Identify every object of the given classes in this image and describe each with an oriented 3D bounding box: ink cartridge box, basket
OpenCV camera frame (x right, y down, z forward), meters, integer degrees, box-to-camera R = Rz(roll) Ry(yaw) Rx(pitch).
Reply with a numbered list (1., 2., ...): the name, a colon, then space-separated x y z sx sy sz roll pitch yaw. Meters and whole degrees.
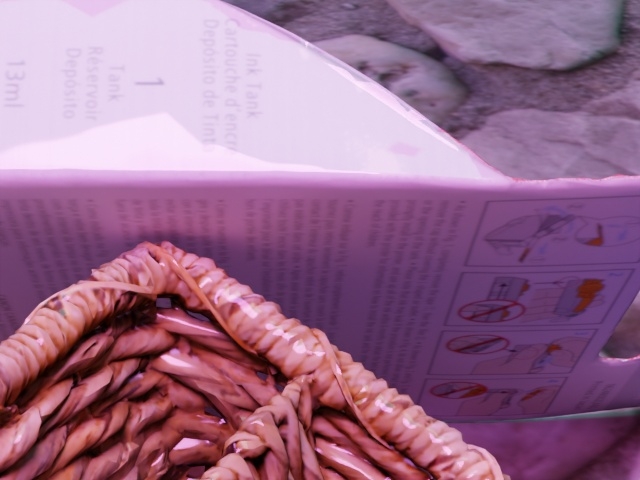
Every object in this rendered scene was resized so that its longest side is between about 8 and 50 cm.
1. ink cartridge box: 0.000 0.000 0.658 0.385 0.308 0.091 -1 67 -3
2. basket: -0.028 0.161 0.432 0.213 0.223 0.299 6 27 27
